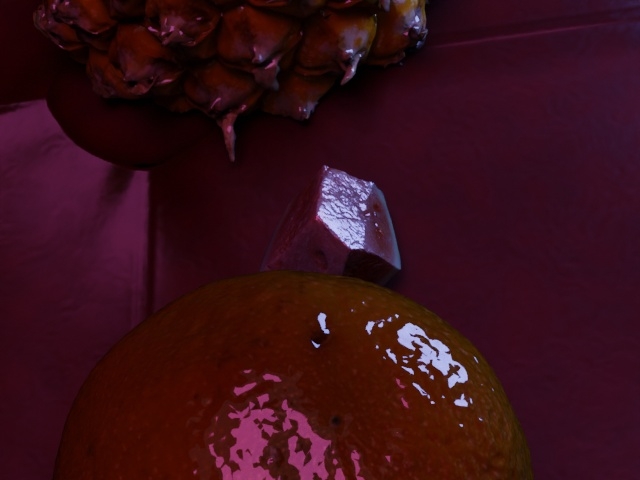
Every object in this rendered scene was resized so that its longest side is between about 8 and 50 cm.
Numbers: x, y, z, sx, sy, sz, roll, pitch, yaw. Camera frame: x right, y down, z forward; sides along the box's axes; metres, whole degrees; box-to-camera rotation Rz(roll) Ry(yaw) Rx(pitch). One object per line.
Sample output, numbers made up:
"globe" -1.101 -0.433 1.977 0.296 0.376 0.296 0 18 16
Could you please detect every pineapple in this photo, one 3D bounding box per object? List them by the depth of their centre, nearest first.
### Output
"pineapple" -0.083 -0.210 1.138 0.344 0.286 0.209 -5 58 10

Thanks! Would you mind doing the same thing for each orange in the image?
"orange" -0.018 0.143 0.932 0.264 0.264 0.264 -5 58 9

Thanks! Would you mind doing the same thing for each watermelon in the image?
"watermelon" 0.000 -0.002 1.121 0.092 0.072 0.084 -20 40 5
